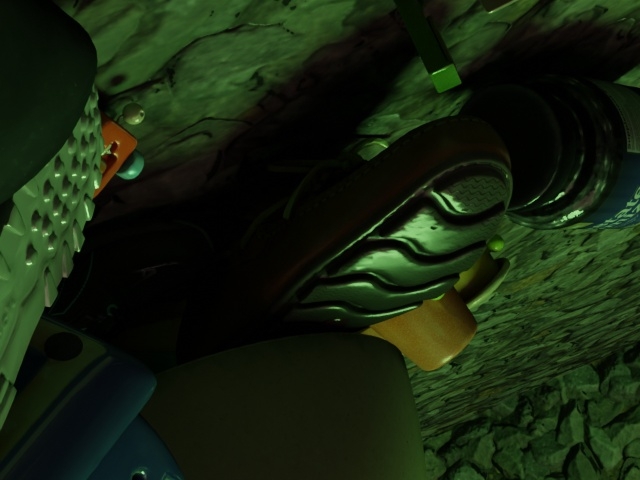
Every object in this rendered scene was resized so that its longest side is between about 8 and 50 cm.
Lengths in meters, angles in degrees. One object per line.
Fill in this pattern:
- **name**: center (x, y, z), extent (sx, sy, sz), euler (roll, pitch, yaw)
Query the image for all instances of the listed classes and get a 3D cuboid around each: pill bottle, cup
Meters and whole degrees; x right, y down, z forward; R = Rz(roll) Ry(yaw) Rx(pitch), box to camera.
- **pill bottle**: center (0.196, -0.069, 1.019), extent (0.123, 0.122, 0.219), euler (-35, 161, 32)
- **cup**: center (-0.049, 0.249, 0.973), extent (0.331, 0.237, 0.331), euler (-18, 156, -9)

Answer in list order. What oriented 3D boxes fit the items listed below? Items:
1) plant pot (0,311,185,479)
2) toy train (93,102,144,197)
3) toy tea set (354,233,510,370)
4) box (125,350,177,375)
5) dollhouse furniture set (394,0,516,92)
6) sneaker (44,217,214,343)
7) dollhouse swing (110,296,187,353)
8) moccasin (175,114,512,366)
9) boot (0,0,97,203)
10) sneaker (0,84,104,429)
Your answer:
- **plant pot**: center (-0.219, 0.143, 0.684), extent (0.236, 0.236, 0.212), euler (-52, 156, -38)
- **toy train**: center (-0.175, -0.049, 0.700), extent (0.125, 0.046, 0.166), euler (-54, 148, 5)
- **toy tea set**: center (0.042, 0.092, 1.393), extent (0.336, 0.124, 0.200), euler (-37, -171, 28)
- **box**: center (-0.182, 0.147, 1.067), extent (0.244, 0.060, 0.100), euler (4, 112, -45)
- **dollhouse furniture set**: center (0.123, -0.152, 0.767), extent (0.152, 0.058, 0.076), euler (-26, 164, 6)
- **sneaker**: center (-0.193, 0.071, 0.935), extent (0.267, 0.106, 0.101), euler (-24, 162, -7)
- **dollhouse swing**: center (-0.275, 0.179, 1.239), extent (0.347, 0.305, 0.315), euler (-12, -159, -38)
- **moccasin**: center (0.003, 0.000, 0.966), extent (0.139, 0.147, 0.380), euler (1, 157, -26)
- **boot**: center (-0.140, -0.112, 0.355), extent (0.367, 0.146, 0.445), euler (-17, 161, 2)
- **sneaker**: center (-0.173, 0.001, 0.600), extent (0.095, 0.235, 0.090), euler (10, 145, 15)
